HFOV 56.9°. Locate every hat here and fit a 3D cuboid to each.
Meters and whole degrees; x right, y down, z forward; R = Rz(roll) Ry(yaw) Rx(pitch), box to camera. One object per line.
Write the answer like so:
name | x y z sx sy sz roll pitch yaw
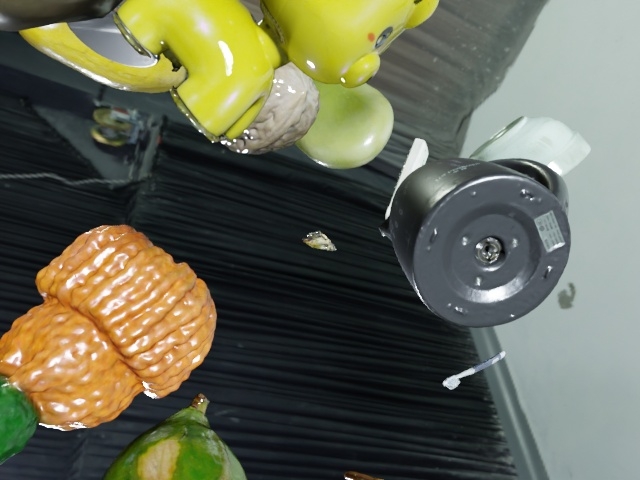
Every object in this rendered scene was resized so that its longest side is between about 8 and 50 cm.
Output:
hat | -0.342 0.186 0.874 0.285 0.285 0.400 -45 10 52

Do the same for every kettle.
kettle | 0.227 -0.038 0.866 0.290 0.268 0.207 -108 -6 -71

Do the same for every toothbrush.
toothbrush | 0.416 0.339 1.562 0.026 0.288 0.024 35 121 36

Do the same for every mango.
mango | -0.418 -0.389 1.163 0.142 0.331 0.195 -60 36 21

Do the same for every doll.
doll | -0.008 -0.159 0.380 0.220 0.135 0.143 -34 0 11

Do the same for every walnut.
walnut | -0.096 -0.219 0.927 0.230 0.178 0.178 6 81 50

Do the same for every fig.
fig | -0.183 0.319 0.768 0.245 0.195 0.195 -87 21 -57

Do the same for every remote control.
remote control | 0.231 -0.148 1.538 0.230 0.049 0.090 -69 -22 -9

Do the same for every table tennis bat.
table tennis bat | -0.274 -0.296 0.853 0.019 0.220 0.130 -69 -25 -20

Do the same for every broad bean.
broad bean | 0.029 -0.231 1.080 0.263 0.189 0.121 -113 3 -48

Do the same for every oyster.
oyster | 0.001 0.000 0.925 0.083 0.054 0.019 -27 -41 -79

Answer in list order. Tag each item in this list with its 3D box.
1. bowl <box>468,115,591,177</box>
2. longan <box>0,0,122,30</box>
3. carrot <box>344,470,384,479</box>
bowl | 0.485 -0.195 1.458 0.307 0.163 0.307 -38 3 2
longan | -0.223 -0.251 0.423 0.220 0.196 0.197 -40 -17 -56
carrot | 0.108 0.605 1.490 0.190 0.037 0.037 -15 62 61
